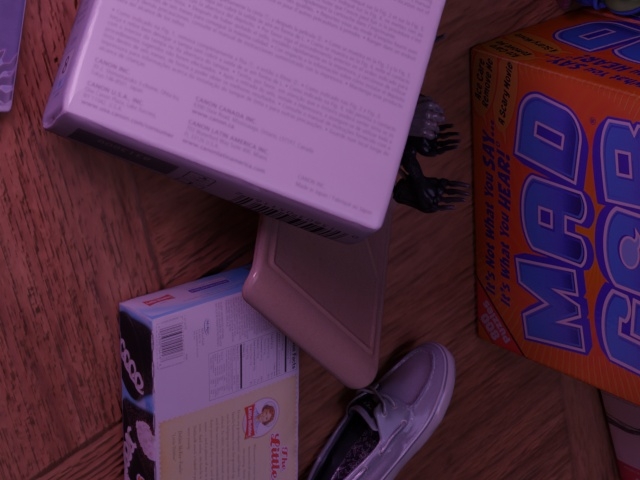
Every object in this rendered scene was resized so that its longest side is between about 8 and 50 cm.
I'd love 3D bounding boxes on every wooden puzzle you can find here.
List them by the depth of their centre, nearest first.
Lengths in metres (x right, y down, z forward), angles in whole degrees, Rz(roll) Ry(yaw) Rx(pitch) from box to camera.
[{"bbox_3d":[0.000,0.000,1.916,0.221,0.044,0.239,43,48,-43],"label":"wooden puzzle"}]

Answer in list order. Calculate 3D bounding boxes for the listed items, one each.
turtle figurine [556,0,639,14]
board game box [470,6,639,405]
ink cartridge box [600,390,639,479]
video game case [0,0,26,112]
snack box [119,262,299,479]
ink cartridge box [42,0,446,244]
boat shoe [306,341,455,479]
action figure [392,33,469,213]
[{"bbox_3d":[0.356,-0.357,2.009,0.266,0.274,0.198,52,51,-47],"label":"turtle figurine"},{"bbox_3d":[0.417,-0.053,2.111,0.356,0.356,0.356,-23,120,-36],"label":"board game box"},{"bbox_3d":[0.443,0.199,2.426,0.158,0.092,0.218,-38,127,-27],"label":"ink cartridge box"},{"bbox_3d":[-0.331,-0.198,1.582,0.201,0.023,0.183,-2,108,-43],"label":"video game case"},{"bbox_3d":[-0.108,0.195,1.921,0.187,0.060,0.322,-16,116,-39],"label":"snack box"},{"bbox_3d":[-0.046,-0.226,1.729,0.308,0.091,0.385,21,74,-17],"label":"ink cartridge box"},{"bbox_3d":[0.064,0.200,2.073,0.227,0.079,0.081,-56,139,-7],"label":"boat shoe"},{"bbox_3d":[0.061,-0.149,1.881,0.276,0.141,0.164,46,39,-46],"label":"action figure"}]
